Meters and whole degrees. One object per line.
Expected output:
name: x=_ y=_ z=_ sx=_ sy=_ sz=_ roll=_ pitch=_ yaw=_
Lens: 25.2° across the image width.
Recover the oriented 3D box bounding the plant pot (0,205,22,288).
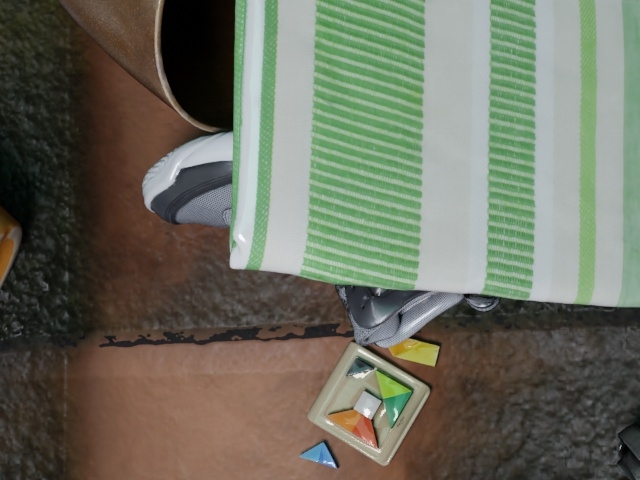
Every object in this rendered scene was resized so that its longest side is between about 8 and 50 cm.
plant pot: x=-0.339 y=-0.004 z=1.081 sx=0.188 sy=0.205 sz=0.205 roll=30 pitch=89 yaw=2

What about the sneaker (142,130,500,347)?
sneaker: x=0.000 y=0.000 z=1.028 sx=0.269 sy=0.101 sz=0.153 roll=-4 pitch=75 yaw=11

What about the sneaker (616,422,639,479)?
sneaker: x=0.260 y=0.087 z=0.947 sx=0.147 sy=0.104 sz=0.295 roll=-11 pitch=83 yaw=7

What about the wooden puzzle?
wooden puzzle: x=0.035 y=0.118 z=1.049 sx=0.079 sy=0.014 sz=0.116 roll=23 pitch=88 yaw=17

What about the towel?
towel: x=0.098 y=-0.084 z=0.973 sx=0.325 sy=0.038 sz=0.247 roll=4 pitch=81 yaw=-19

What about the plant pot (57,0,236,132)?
plant pot: x=-0.120 y=-0.224 z=1.062 sx=0.230 sy=0.215 sz=0.215 roll=30 pitch=89 yaw=31
